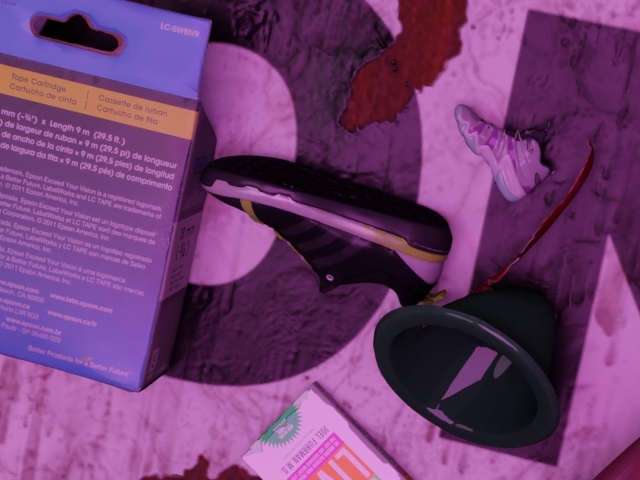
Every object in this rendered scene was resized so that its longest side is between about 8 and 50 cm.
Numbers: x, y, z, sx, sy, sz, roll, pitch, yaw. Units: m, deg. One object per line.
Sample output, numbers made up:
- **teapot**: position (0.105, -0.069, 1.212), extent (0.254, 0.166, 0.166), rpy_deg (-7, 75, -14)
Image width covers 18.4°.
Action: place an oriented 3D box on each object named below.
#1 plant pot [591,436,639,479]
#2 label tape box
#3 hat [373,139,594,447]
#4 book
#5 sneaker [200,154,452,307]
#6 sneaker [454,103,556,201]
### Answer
- **plant pot**: position (0.293, 0.247, 1.639), extent (0.201, 0.201, 0.180), rpy_deg (36, 89, 6)
- **label tape box**: position (-0.224, -0.060, 1.750), extent (0.240, 0.106, 0.334), rpy_deg (15, 101, 10)
- **hat**: position (0.171, 0.056, 1.715), extent (0.173, 0.183, 0.208), rpy_deg (48, 145, -20)
- **book**: position (0.013, 0.211, 1.776), extent (0.144, 0.035, 0.096), rpy_deg (44, 102, 5)
- **sneaker**: position (0.000, 0.000, 1.712), extent (0.234, 0.084, 0.097), rpy_deg (19, 109, 5)
- **sneaker**: position (0.165, -0.089, 1.691), extent (0.069, 0.038, 0.098), rpy_deg (-34, 99, 14)
